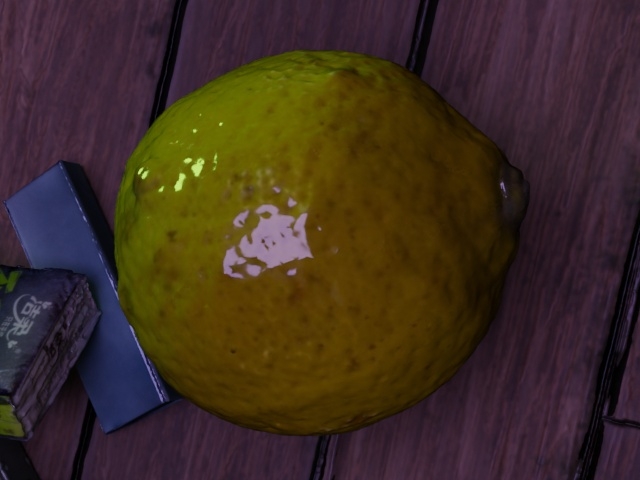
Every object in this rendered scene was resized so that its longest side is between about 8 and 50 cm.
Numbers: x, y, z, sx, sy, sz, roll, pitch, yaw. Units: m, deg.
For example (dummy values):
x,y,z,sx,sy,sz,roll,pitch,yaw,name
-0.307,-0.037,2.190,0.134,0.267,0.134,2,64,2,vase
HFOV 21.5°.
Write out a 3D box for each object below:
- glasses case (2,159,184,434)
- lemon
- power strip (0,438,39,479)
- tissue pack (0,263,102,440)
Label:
x,y,z,sx,sy,sz,roll,pitch,yaw,name
-0.226,0.056,1.714,0.105,0.056,0.266,-30,81,36,glasses case
0.000,0.000,1.499,0.387,0.350,0.350,-6,87,23,lemon
-0.335,0.227,1.716,0.052,0.078,0.272,-32,82,10,power strip
-0.356,0.100,1.652,0.235,0.073,0.173,6,48,22,tissue pack
